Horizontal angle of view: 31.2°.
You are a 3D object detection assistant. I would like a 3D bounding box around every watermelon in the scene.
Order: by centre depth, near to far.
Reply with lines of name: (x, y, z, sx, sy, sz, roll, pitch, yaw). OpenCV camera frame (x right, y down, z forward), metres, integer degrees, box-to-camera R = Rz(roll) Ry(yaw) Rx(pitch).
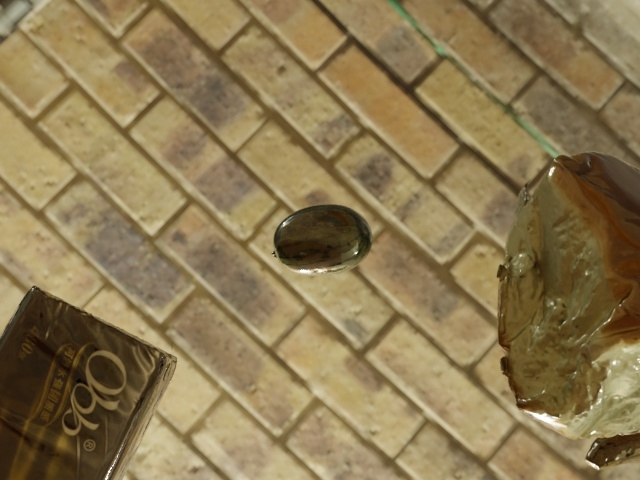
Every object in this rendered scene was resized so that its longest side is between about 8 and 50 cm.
watermelon: (0.000, 0.000, 1.206, 0.111, 0.078, 0.078, -6, 147, 15)

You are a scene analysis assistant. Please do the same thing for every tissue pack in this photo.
tissue pack: (-0.323, 0.245, 1.302, 0.198, 0.369, 0.210, 26, 172, 2)

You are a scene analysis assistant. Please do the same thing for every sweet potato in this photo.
sweet potato: (0.480, 0.275, 1.585, 0.274, 0.075, 0.075, 0, -171, -29)

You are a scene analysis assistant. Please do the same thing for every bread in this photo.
bread: (0.312, 0.053, 1.254, 0.250, 0.225, 0.279, 13, -131, -45)
